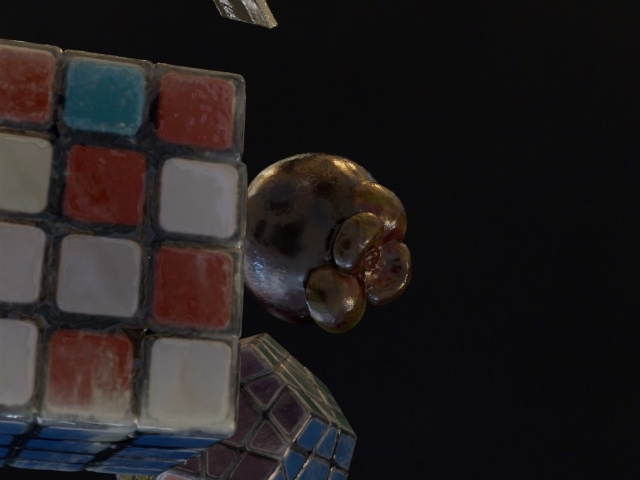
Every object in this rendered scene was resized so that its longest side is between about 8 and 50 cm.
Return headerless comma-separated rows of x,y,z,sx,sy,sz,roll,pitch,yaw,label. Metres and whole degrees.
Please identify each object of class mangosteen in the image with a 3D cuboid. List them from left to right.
0.000,0.000,1.277,0.210,0.210,0.209,-11,-123,17,mangosteen

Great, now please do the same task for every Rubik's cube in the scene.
-0.202,0.024,0.820,0.256,0.259,0.253,7,-110,-16,Rubik's cube
-0.113,0.274,1.494,0.264,0.319,0.319,15,-113,36,Rubik's cube

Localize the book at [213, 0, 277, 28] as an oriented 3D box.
-0.133,-0.357,1.433,0.016,0.198,0.138,-39,-147,-16,book
